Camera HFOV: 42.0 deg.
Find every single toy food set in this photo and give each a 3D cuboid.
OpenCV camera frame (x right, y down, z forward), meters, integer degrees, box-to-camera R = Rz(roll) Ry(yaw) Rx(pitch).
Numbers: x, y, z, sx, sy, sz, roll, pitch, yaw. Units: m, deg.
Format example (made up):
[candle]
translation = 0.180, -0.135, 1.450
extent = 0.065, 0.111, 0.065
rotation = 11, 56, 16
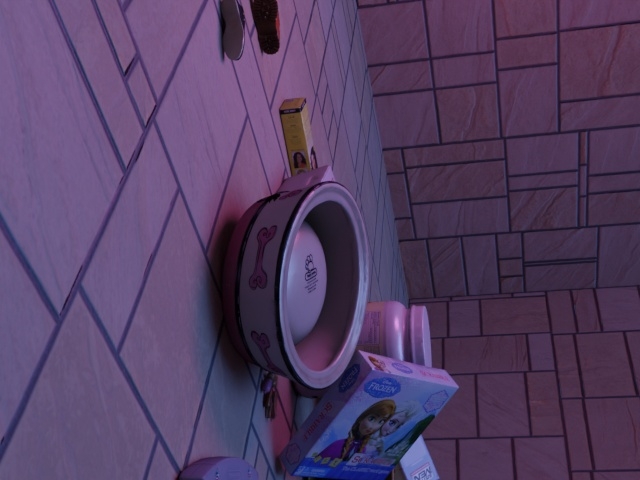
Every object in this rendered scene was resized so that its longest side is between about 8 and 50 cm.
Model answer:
[toy food set]
translation = -0.110, 0.327, 1.785
extent = 0.078, 0.019, 0.122
rotation = -18, 111, -78

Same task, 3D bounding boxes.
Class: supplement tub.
[supplement tub]
translation = 0.103, 0.269, 2.067
extent = 0.235, 0.325, 0.235
rotation = -4, 90, -79

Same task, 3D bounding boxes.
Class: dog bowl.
[dog bowl]
translation = -0.047, 0.085, 1.655
extent = 0.408, 0.151, 0.407
rotation = -13, 104, -63

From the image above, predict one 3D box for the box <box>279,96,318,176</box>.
[box]
translation = -0.052, -0.247, 2.167
extent = 0.087, 0.058, 0.232
rotation = -74, 156, -60

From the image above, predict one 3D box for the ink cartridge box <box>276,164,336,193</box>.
[ink cartridge box]
translation = 0.000, 0.000, 2.034
extent = 0.226, 0.131, 0.306
rotation = -67, 138, -67

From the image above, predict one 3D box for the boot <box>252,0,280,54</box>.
[boot]
translation = -0.122, -0.524, 1.947
extent = 0.084, 0.059, 0.157
rotation = -84, 173, -51

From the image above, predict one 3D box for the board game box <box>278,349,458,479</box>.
[board game box]
translation = 0.114, 0.408, 1.890
extent = 0.319, 0.318, 0.066
rotation = 18, 23, -43

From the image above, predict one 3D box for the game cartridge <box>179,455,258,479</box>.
[game cartridge]
translation = -0.165, 0.460, 1.386
extent = 0.294, 0.060, 0.195
rotation = 49, 42, -71

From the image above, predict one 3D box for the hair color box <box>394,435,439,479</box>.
[hair color box]
translation = 0.157, 0.503, 2.268
extent = 0.114, 0.185, 0.374
rotation = -19, 85, -39

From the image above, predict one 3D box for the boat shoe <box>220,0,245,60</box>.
[boat shoe]
translation = -0.171, -0.423, 1.678
extent = 0.042, 0.049, 0.132
rotation = 20, 61, -68

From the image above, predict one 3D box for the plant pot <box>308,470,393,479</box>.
[plant pot]
translation = 0.072, 0.630, 2.133
extent = 0.187, 0.212, 0.212
rotation = 94, -2, -64
